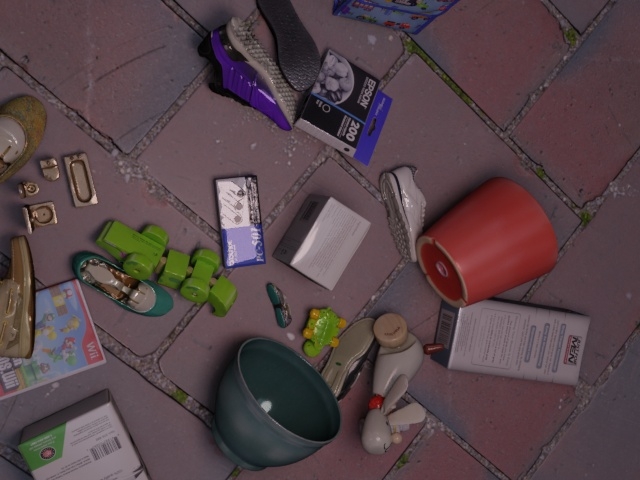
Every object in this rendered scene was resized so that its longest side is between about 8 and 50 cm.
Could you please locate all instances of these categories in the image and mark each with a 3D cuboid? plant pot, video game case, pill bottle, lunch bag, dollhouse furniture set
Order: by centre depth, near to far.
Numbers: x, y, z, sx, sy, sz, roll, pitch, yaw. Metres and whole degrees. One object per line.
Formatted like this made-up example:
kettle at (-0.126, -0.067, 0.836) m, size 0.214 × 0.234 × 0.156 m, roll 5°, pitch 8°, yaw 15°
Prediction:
dollhouse furniture set at (-0.556, -0.103, 1.715) m, size 0.151 × 0.123 × 0.144 m, roll -13°, pitch 99°, yaw -15°
video game case at (-0.640, 0.222, 1.774) m, size 0.285 × 0.025 × 0.204 m, roll -19°, pitch 100°, yaw -14°
lunch bag at (0.181, -0.569, 1.801) m, size 0.220 × 0.293 × 0.138 m, roll 9°, pitch 92°, yaw -17°
plant pot at (-0.125, 0.394, 1.830) m, size 0.293 × 0.293 × 0.196 m, roll 36°, pitch 111°, yaw -16°
plant pot at (0.378, 0.018, 1.914) m, size 0.243 × 0.275 × 0.275 m, roll -29°, pitch 102°, yaw -17°
pill bottle at (0.159, 0.463, 2.011) m, size 0.116 × 0.065 × 0.065 m, roll -10°, pitch 98°, yaw -16°

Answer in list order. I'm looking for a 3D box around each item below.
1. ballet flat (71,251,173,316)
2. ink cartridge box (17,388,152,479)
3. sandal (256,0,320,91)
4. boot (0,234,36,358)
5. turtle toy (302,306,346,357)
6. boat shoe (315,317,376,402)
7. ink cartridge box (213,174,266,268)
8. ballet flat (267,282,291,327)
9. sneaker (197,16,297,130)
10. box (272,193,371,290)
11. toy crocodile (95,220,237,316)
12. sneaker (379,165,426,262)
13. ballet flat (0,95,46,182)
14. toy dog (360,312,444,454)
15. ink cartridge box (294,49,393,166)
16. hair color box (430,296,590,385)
ballet flat at (-0.438, 0.106, 1.789) m, size 0.247 × 0.087 × 0.083 m, roll 31°, pitch 88°, yaw -17°
ink cartridge box at (-0.505, 0.511, 1.789) m, size 0.211 × 0.121 × 0.289 m, roll -24°, pitch 101°, yaw -13°
sandal at (-0.070, -0.460, 1.853) m, size 0.097 × 0.054 × 0.255 m, roll -18°, pitch 83°, yaw -11°
boot at (-0.703, 0.119, 1.688) m, size 0.203 × 0.095 × 0.262 m, roll 1°, pitch 96°, yaw -14°
turtle toy at (-0.002, 0.220, 1.940) m, size 0.095 × 0.066 × 0.130 m, roll 22°, pitch 89°, yaw -17°
boat shoe at (0.071, 0.294, 1.976) m, size 0.233 × 0.084 × 0.079 m, roll -58°, pitch 145°, yaw -11°
ink cartridge box at (-0.186, -0.043, 1.871) m, size 0.097 × 0.046 × 0.207 m, roll -8°, pitch 97°, yaw -15°
ballet flat at (-0.095, 0.150, 1.925) m, size 0.041 × 0.041 × 0.114 m, roll -19°, pitch 100°, yaw -14°
sneaker at (-0.169, -0.355, 1.826) m, size 0.146 × 0.102 × 0.293 m, roll -22°, pitch 125°, yaw 22°
box at (0.000, 0.000, 1.859) m, size 0.119 × 0.181 × 0.182 m, roll 32°, pitch 86°, yaw -16°
toy crocodile at (-0.339, 0.062, 1.813) m, size 0.340 × 0.105 × 0.115 m, roll 26°, pitch 48°, yaw -15°
sneaker at (0.219, -0.063, 1.973) m, size 0.094 × 0.090 × 0.235 m, roll -18°, pitch 102°, yaw -25°
ballet flat at (-0.699, -0.160, 1.673) m, size 0.123 × 0.123 × 0.348 m, roll 45°, pitch 82°, yaw -15°
toy dog at (0.198, 0.338, 1.887) m, size 0.160 × 0.220 × 0.334 m, roll -1°, pitch 70°, yaw 20°
ink cartridge box at (0.066, -0.308, 1.890) m, size 0.208 × 0.045 × 0.206 m, roll 28°, pitch 66°, yaw -18°
hair color box at (0.485, 0.248, 2.063) m, size 0.374 × 0.113 × 0.186 m, roll 10°, pitch 93°, yaw -16°
